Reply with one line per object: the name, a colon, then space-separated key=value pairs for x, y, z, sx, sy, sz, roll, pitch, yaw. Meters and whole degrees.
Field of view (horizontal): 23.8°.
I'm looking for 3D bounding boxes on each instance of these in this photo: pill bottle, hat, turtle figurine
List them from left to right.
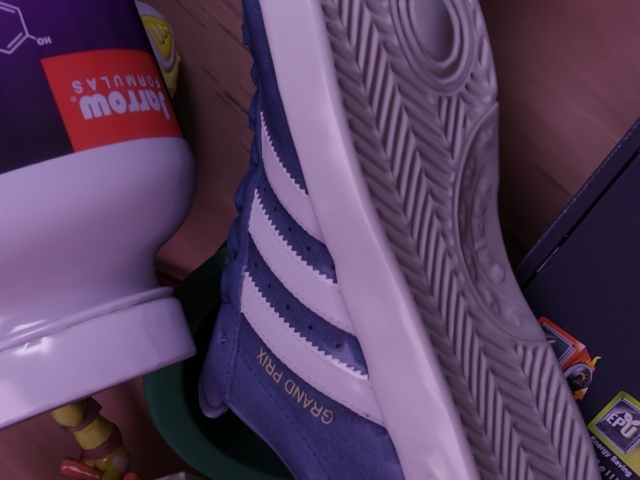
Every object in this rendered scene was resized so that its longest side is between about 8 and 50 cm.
pill bottle: x=-0.167 y=-0.079 z=0.660 sx=0.182 sy=0.181 sz=0.322 roll=-23 pitch=87 yaw=35
turtle figurine: x=-0.195 y=0.048 z=0.859 sx=0.217 sy=0.087 sz=0.269 roll=4 pitch=143 yaw=46
hat: x=-0.020 y=0.018 z=0.819 sx=0.209 sy=0.183 sz=0.173 roll=19 pitch=116 yaw=-19

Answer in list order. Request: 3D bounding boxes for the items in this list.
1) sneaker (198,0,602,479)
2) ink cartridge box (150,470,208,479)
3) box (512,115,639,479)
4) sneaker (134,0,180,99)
sneaker: x=0.000 y=0.000 z=0.646 sx=0.148 sy=0.131 sz=0.350 roll=-11 pitch=96 yaw=39
ink cartridge box: x=-0.108 y=0.197 z=0.877 sx=0.235 sy=0.056 sz=0.171 roll=-20 pitch=147 yaw=34
box: x=0.289 y=0.067 z=0.602 sx=0.395 sy=0.097 sz=0.318 roll=44 pitch=126 yaw=11
sneaker: x=-0.175 y=-0.039 z=0.804 sx=0.240 sy=0.091 sz=0.126 roll=-17 pitch=77 yaw=33
